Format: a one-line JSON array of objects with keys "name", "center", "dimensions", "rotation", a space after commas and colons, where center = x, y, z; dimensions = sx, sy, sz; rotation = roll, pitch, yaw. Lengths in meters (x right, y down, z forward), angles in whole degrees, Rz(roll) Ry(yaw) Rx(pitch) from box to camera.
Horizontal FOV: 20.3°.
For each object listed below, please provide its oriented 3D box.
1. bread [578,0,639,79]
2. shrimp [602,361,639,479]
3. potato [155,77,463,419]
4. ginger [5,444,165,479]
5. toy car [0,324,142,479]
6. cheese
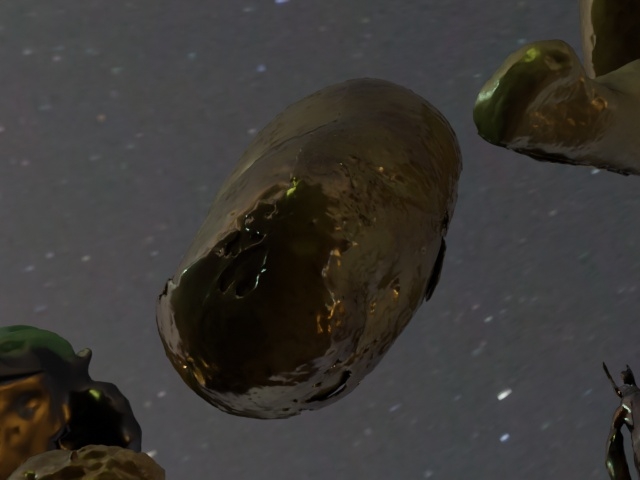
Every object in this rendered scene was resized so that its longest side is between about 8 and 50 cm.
[{"name": "bread", "center": [0.205, -0.096, 0.855], "dimensions": [0.120, 0.236, 0.198], "rotation": [-10, -129, 32]}, {"name": "shrimp", "center": [0.168, 0.112, 0.792], "dimensions": [0.075, 0.190, 0.073], "rotation": [-25, -52, -7]}, {"name": "potato", "center": [0.000, 0.000, 0.609], "dimensions": [0.107, 0.170, 0.080], "rotation": [-37, -77, 19]}, {"name": "ginger", "center": [-0.157, 0.210, 0.867], "dimensions": [0.236, 0.376, 0.166], "rotation": [-49, -127, 50]}, {"name": "toy car", "center": [-0.217, 0.234, 1.134], "dimensions": [0.176, 0.213, 0.358], "rotation": [9, -64, 52]}, {"name": "cheese", "center": [0.087, -0.044, 0.584], "dimensions": [0.030, 0.083, 0.044], "rotation": [36, -71, 43]}]
